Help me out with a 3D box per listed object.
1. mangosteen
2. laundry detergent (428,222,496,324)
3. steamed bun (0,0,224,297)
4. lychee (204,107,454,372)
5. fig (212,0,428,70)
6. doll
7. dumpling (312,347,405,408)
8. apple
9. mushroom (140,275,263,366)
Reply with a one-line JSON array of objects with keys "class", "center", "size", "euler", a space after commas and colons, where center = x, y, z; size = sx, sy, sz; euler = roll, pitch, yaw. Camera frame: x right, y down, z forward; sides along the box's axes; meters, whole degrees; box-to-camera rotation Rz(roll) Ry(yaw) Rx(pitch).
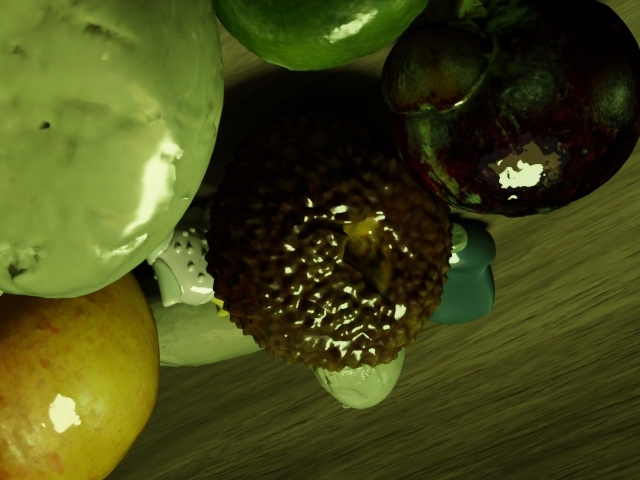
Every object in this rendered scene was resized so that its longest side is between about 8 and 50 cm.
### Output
[{"class": "mangosteen", "center": [0.155, -0.155, 1.368], "size": [0.231, 0.231, 0.289], "euler": [-18, 120, 15]}, {"class": "laundry detergent", "center": [0.161, 0.033, 1.878], "size": [0.096, 0.061, 0.206], "euler": [-6, 153, 3]}, {"class": "steamed bun", "center": [-0.215, -0.146, 1.154], "size": [0.334, 0.233, 0.312], "euler": [40, 122, -12]}, {"class": "lychee", "center": [0.000, 0.000, 1.562], "size": [0.267, 0.267, 0.267], "euler": [-8, 154, -4]}, {"class": "fig", "center": [0.017, -0.234, 1.210], "size": [0.203, 0.203, 0.235], "euler": [-25, 180, 27]}, {"class": "doll", "center": [-0.159, 0.006, 1.644], "size": [0.207, 0.129, 0.081], "euler": [37, 137, -28]}, {"class": "dumpling", "center": [0.060, 0.115, 1.940], "size": [0.172, 0.142, 0.247], "euler": [-44, 165, -1]}, {"class": "apple", "center": [-0.315, 0.125, 1.647], "size": [0.299, 0.299, 0.275], "euler": [-11, 138, 2]}, {"class": "mushroom", "center": [-0.070, 0.056, 1.772], "size": [0.350, 0.128, 0.128], "euler": [-23, 151, 16]}]
